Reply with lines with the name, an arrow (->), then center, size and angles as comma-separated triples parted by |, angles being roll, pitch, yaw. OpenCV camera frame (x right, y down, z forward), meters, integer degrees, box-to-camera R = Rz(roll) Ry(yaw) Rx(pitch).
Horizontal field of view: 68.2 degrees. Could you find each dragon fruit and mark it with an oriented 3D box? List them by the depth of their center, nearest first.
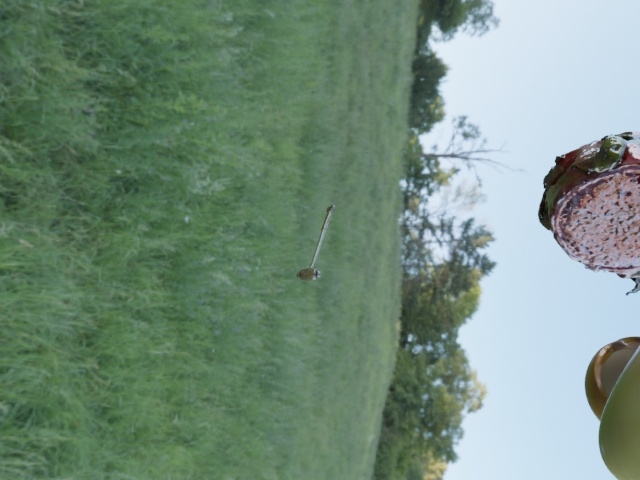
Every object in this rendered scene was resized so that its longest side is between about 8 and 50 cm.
dragon fruit -> 0.447, -0.057, 0.717 | 0.282, 0.211, 0.147 | 54, 38, -31

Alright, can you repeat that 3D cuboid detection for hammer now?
hammer -> 0.000, 0.000, 0.546 | 0.123, 0.029, 0.014 | -71, 146, -45

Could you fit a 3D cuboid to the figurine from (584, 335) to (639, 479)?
figurine -> 0.352, 0.118, 0.454 | 0.124, 0.324, 0.222 | 48, -33, 20
